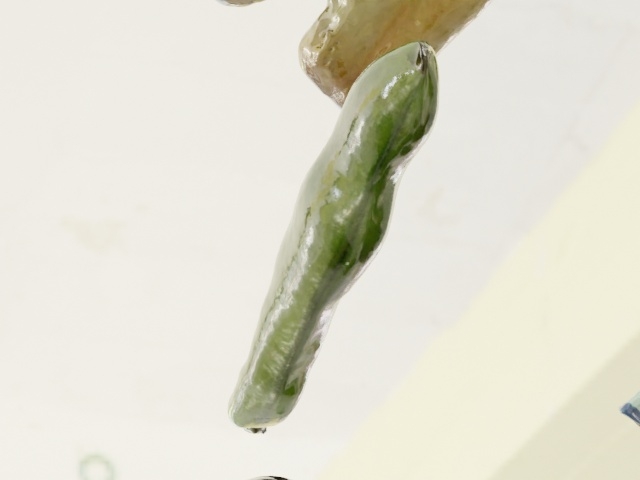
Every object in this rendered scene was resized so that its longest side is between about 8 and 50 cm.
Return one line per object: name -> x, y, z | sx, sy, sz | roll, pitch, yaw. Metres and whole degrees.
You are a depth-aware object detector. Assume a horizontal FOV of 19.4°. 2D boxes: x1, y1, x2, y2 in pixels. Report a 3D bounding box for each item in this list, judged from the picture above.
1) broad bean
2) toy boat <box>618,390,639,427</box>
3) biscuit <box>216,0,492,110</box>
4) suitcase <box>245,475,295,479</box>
broad bean -> -0.001, 0.007, 1.119 | 0.056, 0.098, 0.318 | 18, -51, -11
toy boat -> 0.359, 0.195, 1.954 | 0.046, 0.080, 0.229 | -50, -34, -1
biscuit -> 0.041, -0.253, 1.438 | 0.237, 0.062, 0.291 | 38, -59, -8
suitcase -> 0.002, 0.270, 0.758 | 0.194, 0.339, 0.351 | -32, -51, -6
